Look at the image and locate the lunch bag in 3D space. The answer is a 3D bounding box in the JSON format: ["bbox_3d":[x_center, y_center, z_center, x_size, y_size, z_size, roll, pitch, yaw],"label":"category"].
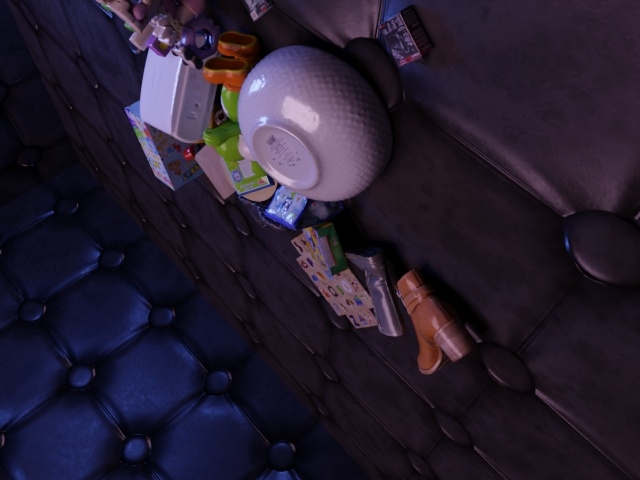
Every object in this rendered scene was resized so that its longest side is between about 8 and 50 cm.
[{"bbox_3d":[-0.046,-0.087,1.438,0.129,0.151,0.096,25,145,48],"label":"lunch bag"}]

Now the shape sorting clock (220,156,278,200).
[{"bbox_3d":[-0.199,-0.206,1.647,0.206,0.040,0.206,19,124,31],"label":"shape sorting clock"}]

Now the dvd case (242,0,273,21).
[{"bbox_3d":[-0.146,-0.515,1.194,0.119,0.013,0.087,60,156,-14],"label":"dvd case"}]

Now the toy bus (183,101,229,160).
[{"bbox_3d":[-0.312,-0.324,1.631,0.191,0.104,0.202,-47,59,23],"label":"toy bus"}]

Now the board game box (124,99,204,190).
[{"bbox_3d":[-0.508,-0.331,1.949,0.142,0.144,0.275,33,149,39],"label":"board game box"}]

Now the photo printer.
[{"bbox_3d":[-0.369,-0.400,1.496,0.307,0.107,0.256,31,111,52],"label":"photo printer"}]

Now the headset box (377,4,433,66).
[{"bbox_3d":[0.136,-0.319,0.930,0.083,0.032,0.062,58,157,-14],"label":"headset box"}]

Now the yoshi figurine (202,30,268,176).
[{"bbox_3d":[-0.204,-0.301,1.404,0.203,0.203,0.362,53,163,35],"label":"yoshi figurine"}]

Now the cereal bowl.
[{"bbox_3d":[-0.034,-0.204,1.173,0.339,0.141,0.339,27,148,18],"label":"cereal bowl"}]

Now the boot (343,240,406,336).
[{"bbox_3d":[0.134,0.114,1.422,0.208,0.076,0.189,67,171,-17],"label":"boot"}]

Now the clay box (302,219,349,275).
[{"bbox_3d":[0.000,0.000,1.517,0.222,0.053,0.127,-145,33,-71],"label":"clay box"}]

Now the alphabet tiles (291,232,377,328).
[{"bbox_3d":[0.041,0.119,1.746,0.342,0.011,0.285,53,157,-2],"label":"alphabet tiles"}]

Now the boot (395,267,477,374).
[{"bbox_3d":[0.239,0.192,1.378,0.220,0.109,0.283,55,169,14],"label":"boot"}]

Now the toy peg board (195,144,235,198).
[{"bbox_3d":[-0.276,-0.233,1.775,0.161,0.079,0.160,55,141,-7],"label":"toy peg board"}]

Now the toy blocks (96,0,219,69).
[{"bbox_3d":[-0.341,-0.564,1.231,0.309,0.260,0.288,31,174,43],"label":"toy blocks"}]

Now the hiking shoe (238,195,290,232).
[{"bbox_3d":[-0.146,-0.079,1.746,0.227,0.086,0.114,40,168,39],"label":"hiking shoe"}]
